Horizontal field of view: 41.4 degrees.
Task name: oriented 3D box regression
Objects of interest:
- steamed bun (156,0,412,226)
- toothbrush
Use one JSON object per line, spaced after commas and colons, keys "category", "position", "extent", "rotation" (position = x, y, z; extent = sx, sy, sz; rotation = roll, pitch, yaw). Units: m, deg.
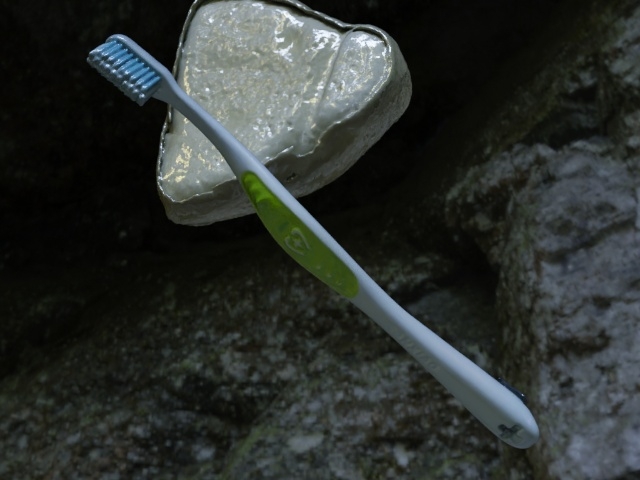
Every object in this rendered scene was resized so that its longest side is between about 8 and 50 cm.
{"category": "steamed bun", "position": [-0.026, -0.109, 0.741], "extent": [0.212, 0.231, 0.110], "rotation": [1, -22, 18]}
{"category": "toothbrush", "position": [0.000, 0.000, 0.380], "extent": [0.263, 0.026, 0.022], "rotation": [42, -50, -1]}
